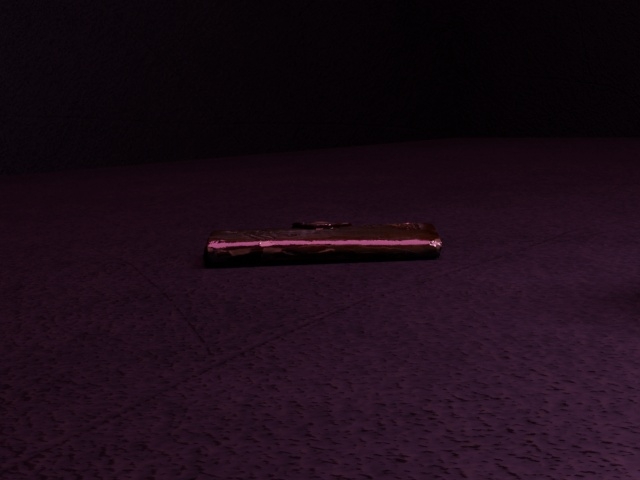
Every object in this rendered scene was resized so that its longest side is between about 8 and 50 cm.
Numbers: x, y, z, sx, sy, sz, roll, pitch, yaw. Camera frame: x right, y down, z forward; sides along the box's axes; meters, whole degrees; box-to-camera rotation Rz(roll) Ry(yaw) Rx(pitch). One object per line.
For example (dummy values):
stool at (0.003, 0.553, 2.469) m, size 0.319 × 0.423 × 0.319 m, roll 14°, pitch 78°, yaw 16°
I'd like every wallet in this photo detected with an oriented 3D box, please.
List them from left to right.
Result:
wallet at (0.000, 0.000, 1.298) m, size 0.232 × 0.031 × 0.122 m, roll -3°, pitch 8°, yaw -1°
